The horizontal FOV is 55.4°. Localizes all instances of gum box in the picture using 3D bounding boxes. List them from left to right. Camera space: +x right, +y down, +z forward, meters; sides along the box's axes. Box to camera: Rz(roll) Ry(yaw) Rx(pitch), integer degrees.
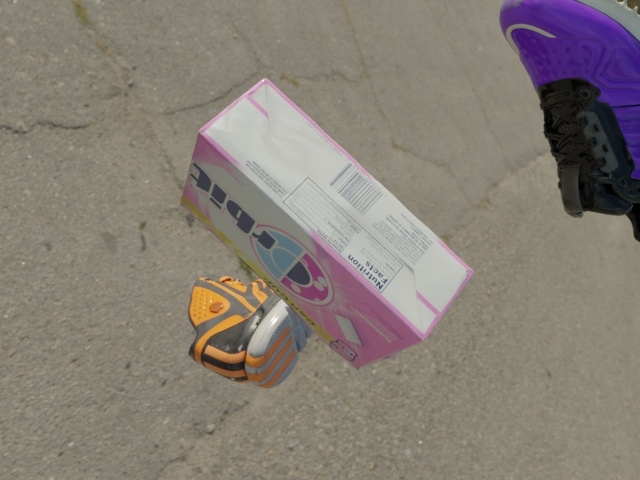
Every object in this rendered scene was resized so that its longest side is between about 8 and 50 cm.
[{"bbox_3d":[0.000,0.000,0.406,0.188,0.107,0.062,43,62,1],"label":"gum box"}]

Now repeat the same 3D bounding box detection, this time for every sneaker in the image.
[{"bbox_3d":[-0.075,0.068,0.883,0.321,0.180,0.125,-44,135,-48],"label":"sneaker"},{"bbox_3d":[0.259,-0.098,0.560,0.293,0.146,0.102,37,-5,-15],"label":"sneaker"}]
